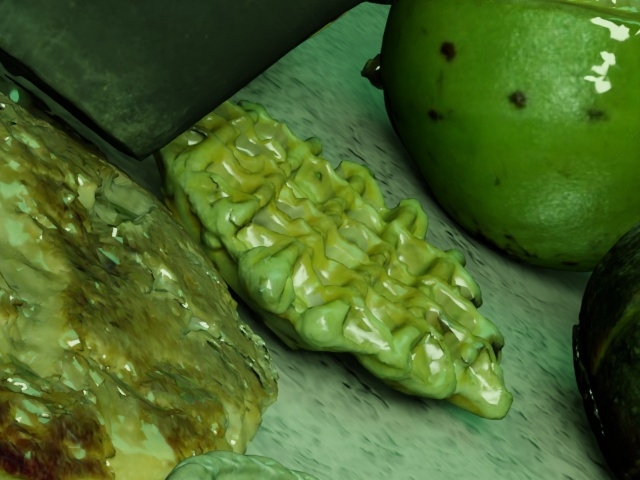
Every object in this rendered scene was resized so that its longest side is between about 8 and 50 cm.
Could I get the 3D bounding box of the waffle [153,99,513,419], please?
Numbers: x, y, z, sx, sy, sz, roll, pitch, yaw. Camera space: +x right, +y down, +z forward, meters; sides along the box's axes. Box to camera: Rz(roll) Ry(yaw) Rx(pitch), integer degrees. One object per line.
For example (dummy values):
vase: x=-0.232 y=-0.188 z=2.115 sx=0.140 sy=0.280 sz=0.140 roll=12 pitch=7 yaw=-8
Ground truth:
waffle: x=-0.001 y=0.002 z=0.942 sx=0.204 sy=0.054 sz=0.223 roll=21 pitch=25 yaw=-41

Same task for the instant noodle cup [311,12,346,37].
instant noodle cup: x=-0.053 y=-0.239 z=1.146 sx=0.264 sy=0.264 sz=0.200 roll=37 pitch=11 yaw=2

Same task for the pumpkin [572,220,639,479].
pumpkin: x=0.239 y=0.087 z=0.994 sx=0.238 sy=0.159 sz=0.238 roll=27 pitch=30 yaw=-17

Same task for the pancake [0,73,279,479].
pancake: x=-0.163 y=-0.023 z=0.726 sx=0.356 sy=0.065 sz=0.356 roll=34 pitch=20 yaw=-14

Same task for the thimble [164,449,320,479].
thimble: x=-0.018 y=0.121 z=0.646 sx=0.110 sy=0.062 sz=0.084 roll=18 pitch=25 yaw=-40

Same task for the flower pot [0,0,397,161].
flower pot: x=-0.092 y=-0.132 z=0.838 sx=0.235 sy=0.148 sz=0.235 roll=37 pitch=-4 yaw=3

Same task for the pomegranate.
pomegranate: x=0.194 y=-0.096 z=1.168 sx=0.340 sy=0.260 sz=0.260 roll=19 pitch=12 yaw=26
